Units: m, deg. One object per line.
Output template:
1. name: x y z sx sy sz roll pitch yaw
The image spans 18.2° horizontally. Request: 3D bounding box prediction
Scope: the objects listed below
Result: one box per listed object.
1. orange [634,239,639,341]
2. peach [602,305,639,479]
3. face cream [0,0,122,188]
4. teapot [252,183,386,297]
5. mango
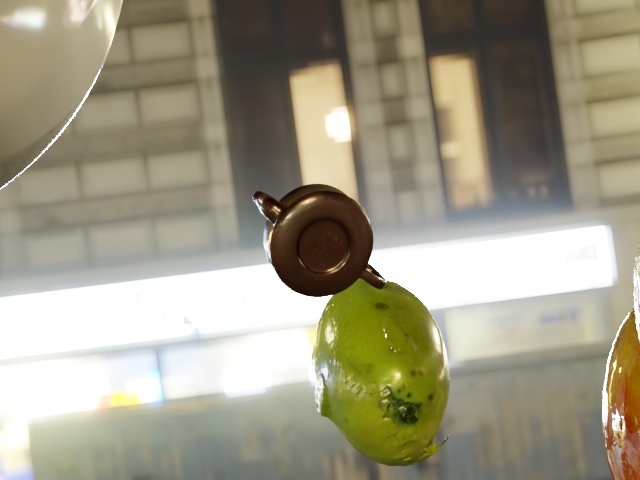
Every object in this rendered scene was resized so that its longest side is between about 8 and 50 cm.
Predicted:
1. orange: 0.309 0.014 1.116 0.264 0.264 0.264 -7 -3 0
2. peach: 0.392 0.129 1.397 0.388 0.388 0.388 -7 -3 0
3. face cream: -0.277 -0.138 1.168 0.312 0.357 0.219 6 -34 11
4. teapot: 0.000 0.000 1.235 0.100 0.068 0.045 35 6 -21
5. mango: 0.041 0.095 1.520 0.100 0.119 0.178 2 32 -13
